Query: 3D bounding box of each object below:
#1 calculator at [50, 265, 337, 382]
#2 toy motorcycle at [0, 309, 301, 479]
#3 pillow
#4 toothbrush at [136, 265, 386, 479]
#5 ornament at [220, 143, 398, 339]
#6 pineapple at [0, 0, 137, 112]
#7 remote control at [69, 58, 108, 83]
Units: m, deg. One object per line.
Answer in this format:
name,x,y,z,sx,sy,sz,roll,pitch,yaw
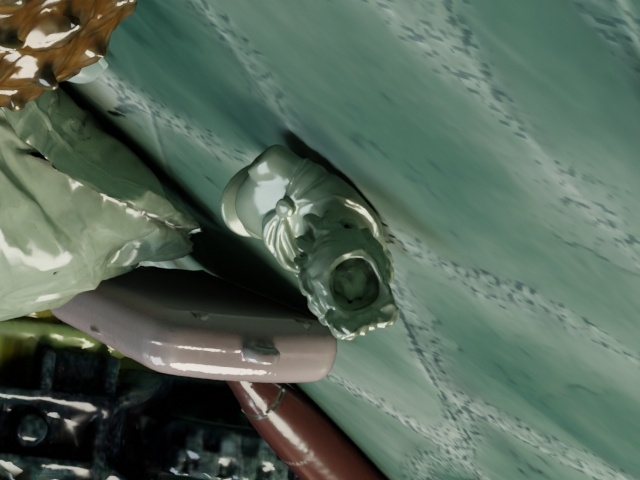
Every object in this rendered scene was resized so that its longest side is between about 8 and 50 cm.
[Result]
calculator,-0.064,0.038,0.945,0.100,0.032,0.175,5,-173,-29
toy motorcycle,-0.208,0.107,1.215,0.410,0.169,0.237,10,179,-27
pillow,-0.240,-0.049,0.863,0.283,0.138,0.310,-13,141,27
toothbrush,-0.003,0.126,1.173,0.041,0.041,0.364,26,162,50
ornament,-0.002,-0.002,0.687,0.068,0.041,0.092,47,177,-8
pineapple,-0.091,-0.098,0.421,0.111,0.119,0.237,41,173,3
remote control,-0.138,-0.112,0.719,0.061,0.029,0.162,33,167,38
